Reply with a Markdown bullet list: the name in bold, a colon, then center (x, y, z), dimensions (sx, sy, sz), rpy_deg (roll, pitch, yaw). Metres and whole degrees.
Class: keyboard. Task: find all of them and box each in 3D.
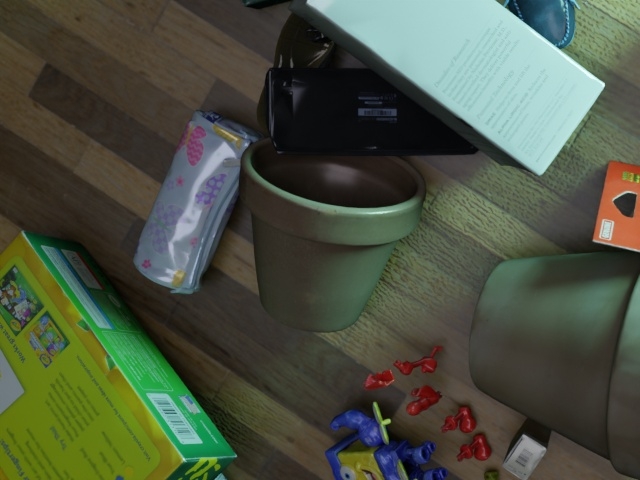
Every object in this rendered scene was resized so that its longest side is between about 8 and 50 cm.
- **keyboard**: center (0.078, -0.221, 1.820), dimensions (0.317, 0.033, 0.202), rpy_deg (0, 93, -13)

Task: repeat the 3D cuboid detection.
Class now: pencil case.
- **pencil case**: center (-0.179, -0.058, 1.912), dimensions (0.124, 0.113, 0.273), rpy_deg (32, 104, 28)

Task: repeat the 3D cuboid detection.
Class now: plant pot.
- **plant pot**: center (0.363, 0.143, 1.740), dimensions (0.280, 0.323, 0.323), rpy_deg (11, 99, 27)
- **plant pot**: center (0.000, 0.000, 1.830), dimensions (0.263, 0.263, 0.229), rpy_deg (17, 116, 10)

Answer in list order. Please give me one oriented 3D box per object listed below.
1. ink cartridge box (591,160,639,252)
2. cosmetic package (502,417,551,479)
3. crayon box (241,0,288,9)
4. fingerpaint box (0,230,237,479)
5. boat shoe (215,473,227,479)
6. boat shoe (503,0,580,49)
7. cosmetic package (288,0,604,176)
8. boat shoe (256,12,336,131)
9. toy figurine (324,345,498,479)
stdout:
- **ink cartridge box**: center (0.492, -0.051, 1.684), dimensions (0.238, 0.275, 0.060), rpy_deg (15, 119, 10)
- **cosmetic package**: center (0.298, 0.298, 1.848), dimensions (0.041, 0.115, 0.060), rpy_deg (33, 101, 8)
- **crayon box**: center (0.023, -0.468, 1.838), dimensions (0.318, 0.081, 0.202), rpy_deg (-13, 93, 13)
- **fingerpaint box**: center (-0.402, 0.276, 1.917), dimensions (0.371, 0.163, 0.445), rpy_deg (-46, 67, 13)
- **boat shoe**: center (-0.271, 0.455, 1.999), dimensions (0.302, 0.109, 0.094), rpy_deg (-24, 95, 12)
- **boat shoe**: center (0.281, -0.385, 1.786), dimensions (0.109, 0.089, 0.258), rpy_deg (-23, 91, 14)
- **cosmetic package**: center (0.159, -0.260, 1.707), dimensions (0.385, 0.217, 0.156), rpy_deg (34, 92, -9)
- **boat shoe**: center (-0.023, -0.260, 1.876), dimensions (0.080, 0.073, 0.224), rpy_deg (29, 104, 17)
- **toy figurine**: center (0.118, 0.353, 1.912), dimensions (0.217, 0.191, 0.363), rpy_deg (-18, 101, 44)
